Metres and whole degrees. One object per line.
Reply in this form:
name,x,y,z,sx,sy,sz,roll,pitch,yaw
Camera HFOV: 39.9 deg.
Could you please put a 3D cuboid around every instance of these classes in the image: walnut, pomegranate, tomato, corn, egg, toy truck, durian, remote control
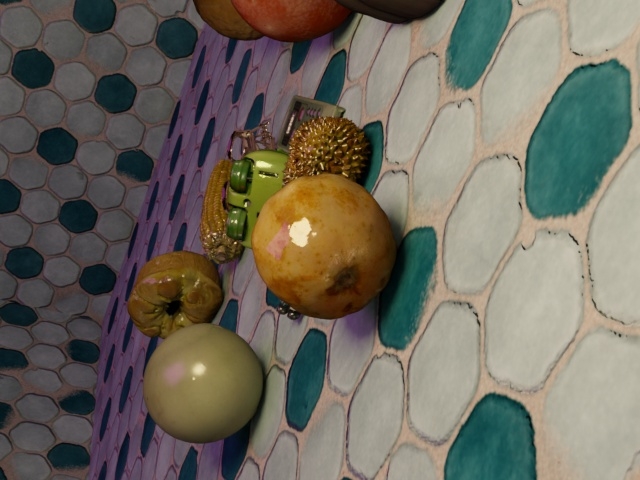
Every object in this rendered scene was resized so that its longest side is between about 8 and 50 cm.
walnut,-0.155,-0.604,2.019,0.333,0.333,0.332,-165,90,-71
pomegranate,0.003,0.010,1.210,0.207,0.207,0.207,-165,90,-71
tomato,-0.060,-0.504,1.677,0.265,0.265,0.264,-165,90,-71
corn,-0.227,-0.075,2.085,0.317,0.115,0.115,-95,27,-46
egg,-0.216,0.264,1.627,0.269,0.219,0.219,-28,50,60
toy truck,-0.092,-0.093,1.666,0.210,0.148,0.187,-73,-9,-56
durian,0.009,-0.130,1.428,0.158,0.137,0.168,-11,49,48
remote control,-0.023,-0.215,1.713,0.285,0.038,0.123,-138,65,-69

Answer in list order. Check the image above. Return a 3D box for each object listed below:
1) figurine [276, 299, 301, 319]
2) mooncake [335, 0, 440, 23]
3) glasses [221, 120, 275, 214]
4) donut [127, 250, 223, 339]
figurine,-0.033,0.065,1.506,0.079,0.077,0.136,-45,-27,-47
mooncake,0.122,-0.475,1.329,0.306,0.154,0.306,-168,90,-73
glasses,-0.129,-0.138,1.883,0.162,0.095,0.255,26,-106,-67
donut,-0.352,0.134,2.132,0.261,0.209,0.128,-51,29,41
